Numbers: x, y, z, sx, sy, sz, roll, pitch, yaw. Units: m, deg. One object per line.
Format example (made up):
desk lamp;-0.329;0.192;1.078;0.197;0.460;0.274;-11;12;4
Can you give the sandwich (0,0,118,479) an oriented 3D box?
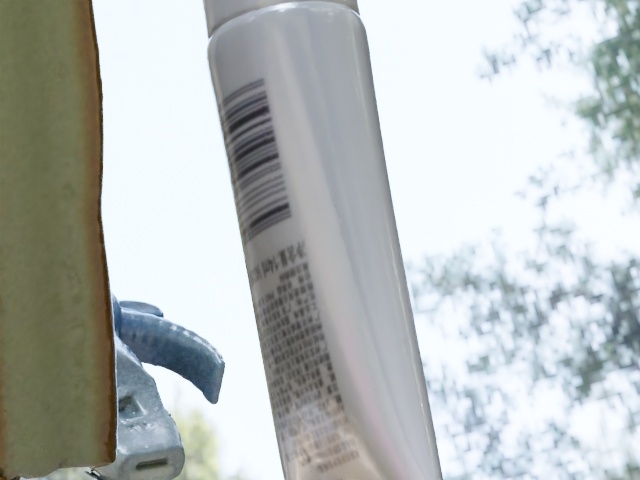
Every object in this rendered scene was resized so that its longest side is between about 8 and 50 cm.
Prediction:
sandwich;-0.153;-0.005;0.624;0.155;0.198;0.227;-10;-19;-29

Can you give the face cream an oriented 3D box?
face cream;0.000;0.000;0.655;0.058;0.243;0.092;0;-17;-31

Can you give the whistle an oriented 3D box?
whistle;-0.165;0.068;1.188;0.180;0.269;0.093;-2;-61;-37
